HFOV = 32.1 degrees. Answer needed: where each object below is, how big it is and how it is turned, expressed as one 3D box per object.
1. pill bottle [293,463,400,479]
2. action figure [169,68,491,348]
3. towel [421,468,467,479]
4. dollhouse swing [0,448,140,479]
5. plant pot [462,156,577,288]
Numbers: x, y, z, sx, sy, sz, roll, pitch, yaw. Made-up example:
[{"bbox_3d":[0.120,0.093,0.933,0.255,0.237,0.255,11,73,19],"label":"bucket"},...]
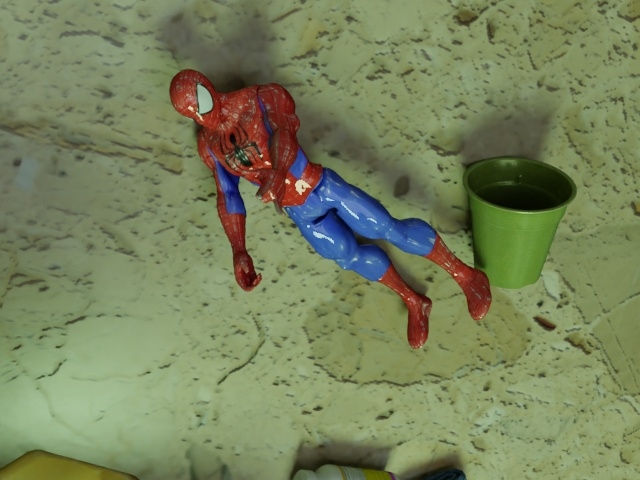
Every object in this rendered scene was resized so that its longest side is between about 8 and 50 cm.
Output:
[{"bbox_3d":[0.021,0.199,0.873,0.083,0.043,0.043,12,103,-25],"label":"pill bottle"},{"bbox_3d":[0.000,0.000,0.739,0.091,0.139,0.280,-31,122,32],"label":"action figure"},{"bbox_3d":[0.100,0.252,0.930,0.067,0.029,0.119,-20,113,-27],"label":"towel"},{"bbox_3d":[-0.189,0.330,0.638,0.305,0.315,0.347,-28,74,-20],"label":"dollhouse swing"},{"bbox_3d":[0.144,-0.009,0.836,0.083,0.083,0.079,-10,124,-19],"label":"plant pot"}]
